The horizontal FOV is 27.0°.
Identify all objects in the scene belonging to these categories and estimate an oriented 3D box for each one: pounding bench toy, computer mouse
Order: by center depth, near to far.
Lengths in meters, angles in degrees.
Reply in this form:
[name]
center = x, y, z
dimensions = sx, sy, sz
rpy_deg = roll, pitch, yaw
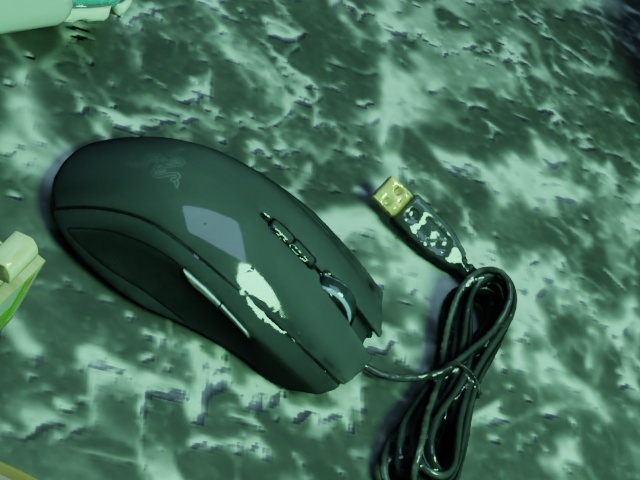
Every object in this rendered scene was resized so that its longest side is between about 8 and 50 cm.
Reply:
[pounding bench toy]
center = -0.163, 0.008, 0.582
dimensions = 0.065, 0.083, 0.052
rpy_deg = 39, 44, -1
[computer mouse]
center = 0.000, 0.000, 0.714
dimensions = 0.262, 0.060, 0.184
rpy_deg = 37, 45, -3

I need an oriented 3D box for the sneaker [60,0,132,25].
[sneaker]
center = -0.192, -0.233, 0.741
dimensions = 0.107, 0.110, 0.275
rpy_deg = -22, 70, -42

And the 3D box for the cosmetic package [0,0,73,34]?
[cosmetic package]
center = -0.310, -0.267, 0.475
dimensions = 0.394, 0.329, 0.327
rpy_deg = -13, 62, -23

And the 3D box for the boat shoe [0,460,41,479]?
[boat shoe]
center = -0.237, 0.078, 0.462
dimensions = 0.341, 0.110, 0.121
rpy_deg = 33, 66, -12
